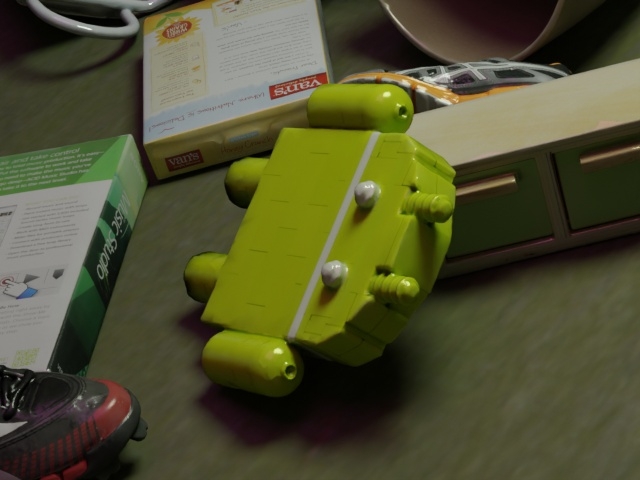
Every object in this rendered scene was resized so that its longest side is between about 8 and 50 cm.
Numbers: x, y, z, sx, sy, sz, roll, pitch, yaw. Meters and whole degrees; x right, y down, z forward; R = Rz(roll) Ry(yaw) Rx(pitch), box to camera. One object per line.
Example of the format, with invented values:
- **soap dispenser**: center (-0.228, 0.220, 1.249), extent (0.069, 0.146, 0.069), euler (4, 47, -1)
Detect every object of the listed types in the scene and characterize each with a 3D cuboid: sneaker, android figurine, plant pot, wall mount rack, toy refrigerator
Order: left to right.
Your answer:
- **sneaker**: center (-0.266, 0.124, 1.407), extent (0.276, 0.135, 0.097), euler (-7, 34, 15)
- **wall mount rack**: center (-0.223, -0.319, 2.031), extent (0.304, 0.130, 0.350), euler (4, 25, -28)
- **android figurine**: center (0.000, 0.000, 1.429), extent (0.273, 0.056, 0.248), euler (9, 73, 56)
- **sneaker**: center (0.113, -0.112, 1.616), extent (0.215, 0.084, 0.083), euler (6, 37, 18)
- **plant pot**: center (0.209, -0.311, 1.727), extent (0.274, 0.256, 0.256), euler (-25, 31, -37)
- **toy refrigerator**: center (0.202, -0.060, 1.474), extent (0.269, 0.102, 0.094), euler (-13, 34, 7)

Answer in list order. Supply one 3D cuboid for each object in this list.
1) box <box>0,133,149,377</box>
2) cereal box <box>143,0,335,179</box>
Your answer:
- **box**: center (-0.284, 0.038, 1.609), extent (0.232, 0.058, 0.322), euler (-8, 36, 15)
- **cereal box**: center (-0.076, -0.155, 1.787), extent (0.173, 0.047, 0.240), euler (-15, 34, 6)
